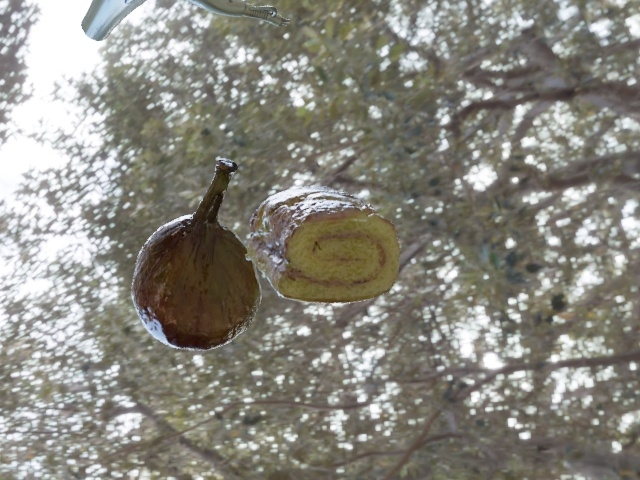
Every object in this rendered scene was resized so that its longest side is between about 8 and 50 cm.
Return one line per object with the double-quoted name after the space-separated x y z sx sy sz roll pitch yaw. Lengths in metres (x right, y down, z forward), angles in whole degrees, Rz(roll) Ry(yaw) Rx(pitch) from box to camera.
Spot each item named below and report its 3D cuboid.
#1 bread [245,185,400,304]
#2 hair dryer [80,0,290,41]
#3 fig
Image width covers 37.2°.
0.000 0.000 0.968 0.132 0.172 0.103 -3 -78 -13 "bread"
-0.155 -0.241 0.992 0.199 0.167 0.067 23 -124 -43 "hair dryer"
-0.166 0.007 1.326 0.191 0.190 0.290 -7 -67 -36 "fig"
